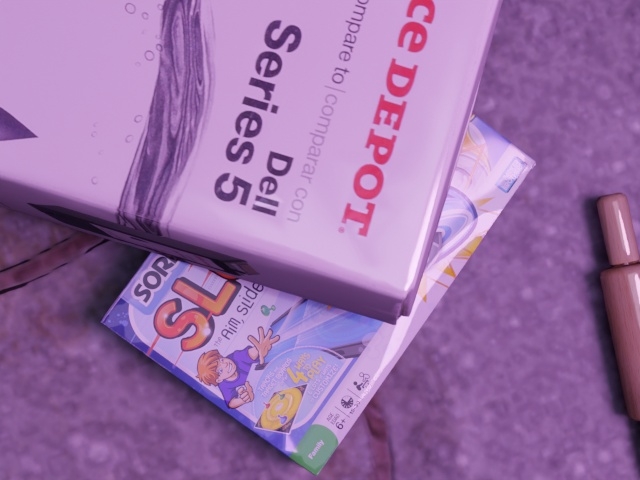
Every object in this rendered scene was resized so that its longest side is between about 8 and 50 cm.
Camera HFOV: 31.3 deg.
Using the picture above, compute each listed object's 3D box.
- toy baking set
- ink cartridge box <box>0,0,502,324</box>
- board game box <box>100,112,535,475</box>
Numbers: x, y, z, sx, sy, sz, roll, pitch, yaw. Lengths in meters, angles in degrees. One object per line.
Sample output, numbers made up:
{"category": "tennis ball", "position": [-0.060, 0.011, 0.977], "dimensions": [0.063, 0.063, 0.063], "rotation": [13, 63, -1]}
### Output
{"category": "toy baking set", "position": [0.255, 0.058, 0.634], "dimensions": [0.196, 0.030, 0.256], "rotation": [-7, 88, -9]}
{"category": "ink cartridge box", "position": [-0.061, -0.096, 0.523], "dimensions": [0.272, 0.115, 0.198], "rotation": [16, 81, 5]}
{"category": "board game box", "position": [0.000, 0.000, 0.596], "dimensions": [0.136, 0.035, 0.201], "rotation": [36, 83, -5]}
